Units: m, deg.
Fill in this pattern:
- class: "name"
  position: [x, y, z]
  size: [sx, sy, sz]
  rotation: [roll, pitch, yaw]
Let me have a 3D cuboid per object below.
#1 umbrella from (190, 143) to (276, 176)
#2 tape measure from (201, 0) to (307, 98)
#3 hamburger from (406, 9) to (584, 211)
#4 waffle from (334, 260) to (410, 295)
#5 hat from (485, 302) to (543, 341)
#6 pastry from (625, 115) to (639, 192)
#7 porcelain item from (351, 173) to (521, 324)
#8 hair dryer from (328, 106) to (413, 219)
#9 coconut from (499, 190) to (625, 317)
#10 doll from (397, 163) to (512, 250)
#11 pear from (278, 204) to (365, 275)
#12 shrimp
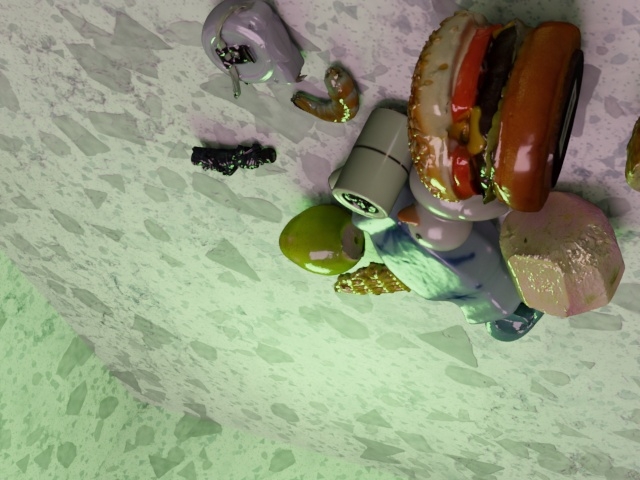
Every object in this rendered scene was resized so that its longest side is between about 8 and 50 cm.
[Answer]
- class: "umbrella"
  position: [-0.206, -0.193, 2.078]
  size: [0.224, 0.071, 0.080]
  rotation: [0, 170, 28]
- class: "tape measure"
  position: [-0.146, -0.380, 1.694]
  size: [0.178, 0.105, 0.196]
  rotation: [-1, 143, 38]
- class: "hamburger"
  position: [0.287, -0.213, 1.434]
  size: [0.250, 0.330, 0.330]
  rotation: [14, 149, 19]
- class: "waffle"
  position: [0.174, 0.098, 2.184]
  size: [0.291, 0.051, 0.291]
  rotation: [-4, 163, -1]
- class: "hat"
  position: [0.483, 0.166, 2.147]
  size: [0.138, 0.078, 0.190]
  rotation: [18, 132, -5]
- class: "pastry"
  position: [0.612, -0.178, 1.396]
  size: [0.237, 0.170, 0.256]
  rotation: [13, 158, -31]
- class: "porcelain item"
  position: [0.272, 0.014, 1.949]
  size: [0.405, 0.178, 0.243]
  rotation: [40, 148, -19]
- class: "hair dryer"
  position: [0.085, -0.145, 1.856]
  size: [0.128, 0.203, 0.362]
  rotation: [28, 167, -13]
- class: "coconut"
  position: [0.503, 0.039, 1.771]
  size: [0.233, 0.233, 0.245]
  rotation: [0, 142, 36]
- class: "doll"
  position: [0.278, -0.077, 1.733]
  size: [0.251, 0.221, 0.221]
  rotation: [-9, 150, -8]
- class: "pear"
  position: [0.000, 0.000, 2.131]
  size: [0.220, 0.187, 0.187]
  rotation: [-6, 138, 43]
- class: "shrimp"
  position: [0.002, -0.307, 1.773]
  size: [0.166, 0.049, 0.161]
  rotation: [17, 152, 28]
